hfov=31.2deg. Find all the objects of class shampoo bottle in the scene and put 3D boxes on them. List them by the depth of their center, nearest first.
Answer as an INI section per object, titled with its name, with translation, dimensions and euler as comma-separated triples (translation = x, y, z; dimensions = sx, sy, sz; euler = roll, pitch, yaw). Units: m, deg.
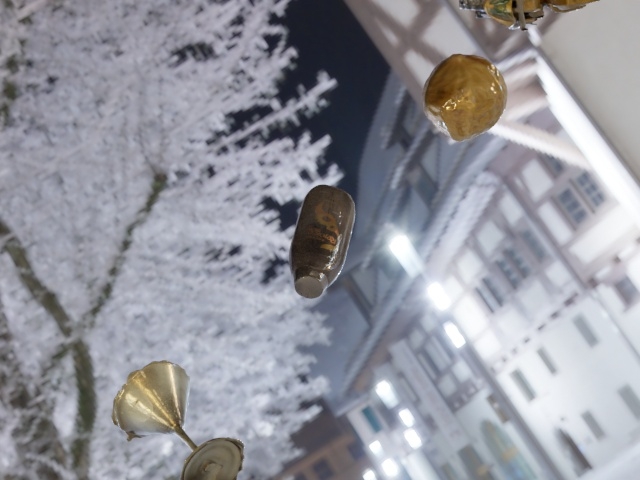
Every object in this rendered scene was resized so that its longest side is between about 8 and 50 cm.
[shampoo bottle]
translation = 0.000, 0.000, 1.743
dimensions = 0.234, 0.087, 0.049
euler = -75, 6, -52

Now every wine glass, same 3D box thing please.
[wine glass]
translation = -0.228, 0.316, 1.882
dimensions = 0.156, 0.232, 0.156
euler = -18, -56, -29

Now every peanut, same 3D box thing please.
[peanut]
translation = 0.239, -0.237, 1.909
dimensions = 0.140, 0.159, 0.109
euler = -2, -34, 31

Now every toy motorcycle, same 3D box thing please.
[toy motorcycle]
translation = 0.344, -0.387, 1.850
dimensions = 0.229, 0.094, 0.130
euler = -7, 16, -8
